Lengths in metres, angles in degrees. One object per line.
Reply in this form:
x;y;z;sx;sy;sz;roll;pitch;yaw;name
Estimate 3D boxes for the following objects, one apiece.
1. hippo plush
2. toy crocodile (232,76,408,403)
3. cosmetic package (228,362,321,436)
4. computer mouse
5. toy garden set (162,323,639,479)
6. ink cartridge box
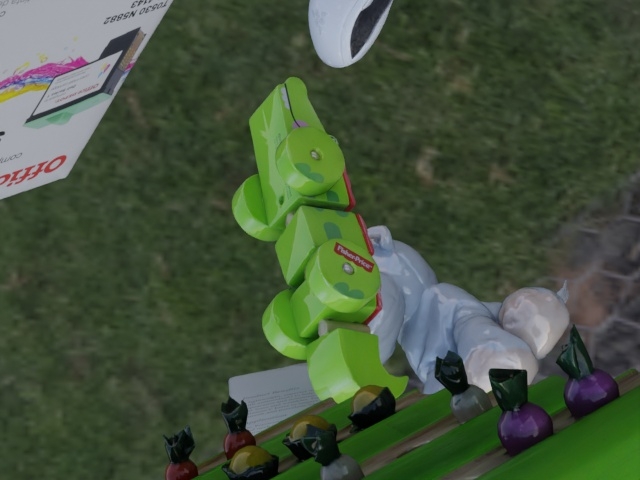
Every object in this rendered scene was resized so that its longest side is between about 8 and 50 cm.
0.130;0.080;1.875;0.236;0.294;0.234;36;141;2;hippo plush
0.000;0.000;1.568;0.115;0.105;0.340;-50;45;43;toy crocodile
-0.004;0.218;1.638;0.151;0.183;0.151;-9;105;0;cosmetic package
0.040;-0.224;1.300;0.106;0.042;0.193;39;107;41;computer mouse
-0.026;0.083;0.545;0.244;0.204;0.049;-16;97;62;toy garden set
-0.202;-0.139;1.006;0.117;0.201;0.278;50;131;15;ink cartridge box
